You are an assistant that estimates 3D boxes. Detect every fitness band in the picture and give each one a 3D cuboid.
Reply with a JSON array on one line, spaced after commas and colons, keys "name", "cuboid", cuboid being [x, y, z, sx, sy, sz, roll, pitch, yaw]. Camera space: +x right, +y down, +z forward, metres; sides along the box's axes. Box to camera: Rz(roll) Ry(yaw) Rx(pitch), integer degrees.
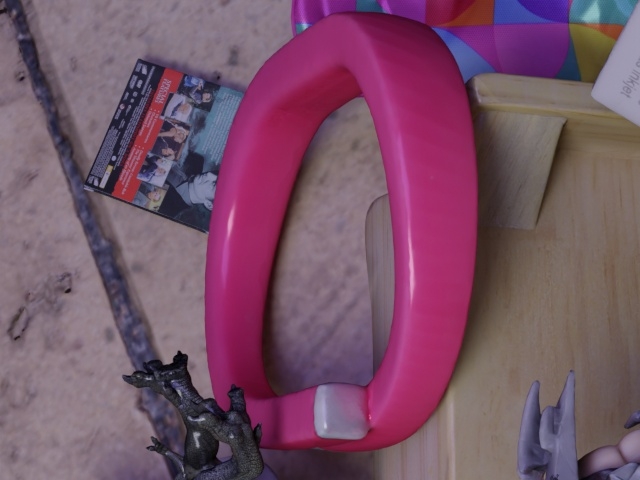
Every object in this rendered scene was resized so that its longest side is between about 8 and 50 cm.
[{"name": "fitness band", "cuboid": [0.000, 0.000, 0.924, 0.291, 0.054, 0.209, 159, 113, -69]}]

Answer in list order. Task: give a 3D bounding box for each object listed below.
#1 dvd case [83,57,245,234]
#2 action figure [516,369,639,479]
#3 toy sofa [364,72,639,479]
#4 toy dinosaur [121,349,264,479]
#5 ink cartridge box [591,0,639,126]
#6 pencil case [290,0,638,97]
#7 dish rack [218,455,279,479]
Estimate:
[{"name": "dvd case", "cuboid": [-0.077, -0.053, 1.100, 0.119, 0.013, 0.087, 19, 84, 32]}, {"name": "action figure", "cuboid": [0.184, 0.133, 0.737, 0.099, 0.285, 0.185, 131, 147, -58]}, {"name": "toy sofa", "cuboid": [0.116, 0.116, 0.875, 0.150, 0.177, 0.362, 4, 72, -14]}, {"name": "toy dinosaur", "cuboid": [-0.051, 0.123, 0.899, 0.268, 0.064, 0.118, 4, 111, 46]}, {"name": "ink cartridge box", "cuboid": [0.281, -0.079, 0.752, 0.278, 0.201, 0.117, 33, 54, 9]}, {"name": "pencil case", "cuboid": [0.103, -0.117, 0.978, 0.236, 0.104, 0.104, 6, 78, 30]}, {"name": "dish rack", "cuboid": [-0.079, 0.293, 0.905, 0.285, 0.072, 0.333, -41, 34, 10]}]
